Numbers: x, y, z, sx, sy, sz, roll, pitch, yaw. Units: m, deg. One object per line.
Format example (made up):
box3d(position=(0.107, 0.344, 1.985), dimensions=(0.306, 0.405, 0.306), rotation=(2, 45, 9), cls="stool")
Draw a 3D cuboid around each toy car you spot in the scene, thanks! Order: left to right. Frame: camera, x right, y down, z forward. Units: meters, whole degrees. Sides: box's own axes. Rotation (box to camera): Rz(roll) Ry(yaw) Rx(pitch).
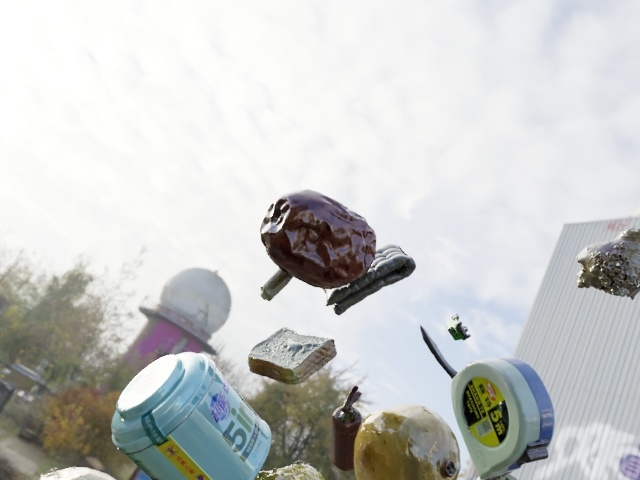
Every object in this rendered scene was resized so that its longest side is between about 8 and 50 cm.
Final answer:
box3d(position=(0.502, 0.325, 2.134), dimensions=(0.071, 0.062, 0.165), rotation=(55, 9, -1), cls="toy car")

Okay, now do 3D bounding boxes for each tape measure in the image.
box3d(position=(0.326, 0.279, 1.161), dimensions=(0.097, 0.352, 0.215), rotation=(-2, -36, -27), cls="tape measure")

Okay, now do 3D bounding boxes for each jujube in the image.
box3d(position=(0.000, 0.002, 1.790), dimensions=(0.376, 0.277, 0.276), rotation=(28, -19, -30), cls="jujube")

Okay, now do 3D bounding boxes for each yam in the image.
box3d(position=(-0.096, 0.079, 1.938), dimensions=(0.067, 0.317, 0.071), rotation=(34, -34, 10), cls="yam")

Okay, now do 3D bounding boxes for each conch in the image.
box3d(position=(0.789, 0.064, 1.525), dimensions=(0.178, 0.163, 0.245), rotation=(32, -61, -20), cls="conch")

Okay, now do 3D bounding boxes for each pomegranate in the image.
box3d(position=(0.266, 0.666, 1.779), dimensions=(0.332, 0.333, 0.333), rotation=(26, -23, 12), cls="pomegranate")

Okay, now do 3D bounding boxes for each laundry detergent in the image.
box3d(position=(-0.319, 0.445, 1.395), dimensions=(0.287, 0.287, 0.305), rotation=(-5, -54, 55), cls="laundry detergent")

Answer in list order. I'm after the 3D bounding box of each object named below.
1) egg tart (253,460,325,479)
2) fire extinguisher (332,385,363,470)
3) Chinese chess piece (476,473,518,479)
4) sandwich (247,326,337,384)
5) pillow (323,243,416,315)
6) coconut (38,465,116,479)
box3d(position=(-0.097, 0.657, 1.436), dimensions=(0.345, 0.345, 0.132), rotation=(58, 6, -48), cls="egg tart")
box3d(position=(0.102, 0.643, 2.014), dimensions=(0.106, 0.147, 0.337), rotation=(18, -49, 22), cls="fire extinguisher")
box3d(position=(0.602, 0.860, 1.938), dimensions=(0.188, 0.188, 0.083), rotation=(23, -55, 17), cls="Chinese chess piece")
box3d(position=(-0.129, 0.466, 2.365), dimensions=(0.301, 0.271, 0.099), rotation=(7, -67, 40), cls="sandwich")
box3d(position=(0.155, 0.124, 1.994), dimensions=(0.101, 0.326, 0.228), rotation=(59, 1, -15), cls="pillow")
box3d(position=(-0.687, 0.764, 1.603), dimensions=(0.297, 0.255, 0.297), rotation=(3, -7, 0), cls="coconut")
